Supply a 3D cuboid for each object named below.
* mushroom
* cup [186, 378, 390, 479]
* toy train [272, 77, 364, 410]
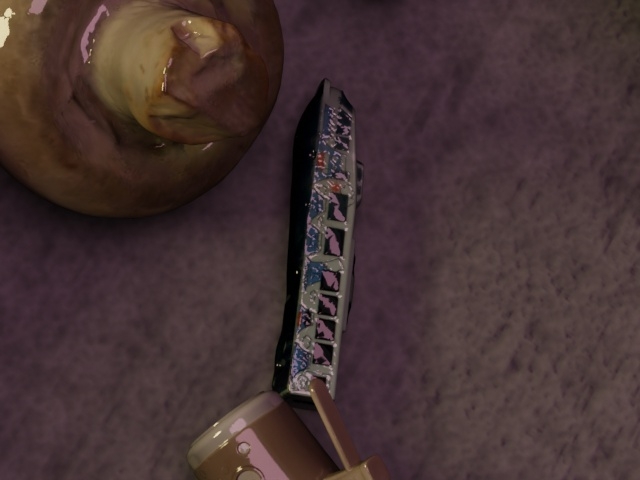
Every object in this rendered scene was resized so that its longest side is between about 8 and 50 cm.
[{"bbox_3d":[-0.104,-0.106,1.076,0.204,0.204,0.204,3,74,-10],"label":"mushroom"},{"bbox_3d":[-0.021,0.139,1.086,0.074,0.102,0.099,-34,82,-30],"label":"cup"},{"bbox_3d":[0.000,0.000,1.159,0.047,0.043,0.208,9,73,-11],"label":"toy train"}]
